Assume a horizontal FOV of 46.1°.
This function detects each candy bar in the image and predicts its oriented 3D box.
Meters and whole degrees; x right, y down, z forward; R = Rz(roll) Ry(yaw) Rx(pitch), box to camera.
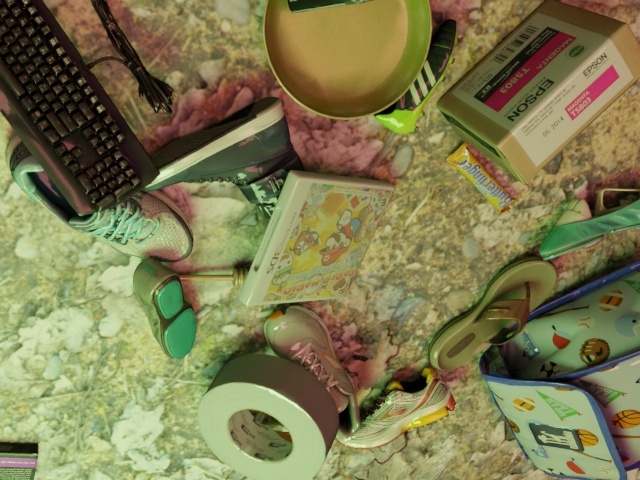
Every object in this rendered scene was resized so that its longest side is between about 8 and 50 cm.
[{"bbox_3d":[0.263,-0.098,1.220,0.040,0.018,0.161,-46,120,7],"label":"candy bar"}]

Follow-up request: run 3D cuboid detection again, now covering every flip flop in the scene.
[{"bbox_3d":[0.309,0.141,1.320,0.277,0.080,0.112,-41,121,4],"label":"flip flop"}]

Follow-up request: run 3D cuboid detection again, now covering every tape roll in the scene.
[{"bbox_3d":[-0.084,0.288,1.200,0.219,0.072,0.219,11,124,16],"label":"tape roll"}]

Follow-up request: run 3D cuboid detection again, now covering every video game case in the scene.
[{"bbox_3d":[0.000,0.000,1.119,0.227,0.026,0.206,0,119,-50],"label":"video game case"}]

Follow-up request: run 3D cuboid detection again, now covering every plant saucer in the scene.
[{"bbox_3d":[0.035,-0.287,1.019,0.240,0.037,0.241,-6,109,-17],"label":"plant saucer"}]

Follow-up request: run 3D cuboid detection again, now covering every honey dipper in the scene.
[{"bbox_3d":[-0.174,0.058,1.143,0.160,0.030,0.031,0,116,-17],"label":"honey dipper"}]

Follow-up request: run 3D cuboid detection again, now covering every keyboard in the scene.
[{"bbox_3d":[-0.296,-0.203,0.911,0.201,0.033,0.317,-41,108,-28],"label":"keyboard"}]

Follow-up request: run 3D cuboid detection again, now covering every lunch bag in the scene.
[{"bbox_3d":[0.518,0.263,1.374,0.385,0.239,0.328,-24,123,13],"label":"lunch bag"}]

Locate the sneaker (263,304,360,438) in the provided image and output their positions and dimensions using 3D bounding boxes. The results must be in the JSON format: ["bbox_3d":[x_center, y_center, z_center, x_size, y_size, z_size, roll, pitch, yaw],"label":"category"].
[{"bbox_3d":[0.001,0.217,1.230,0.099,0.121,0.262,-34,121,-1],"label":"sneaker"}]

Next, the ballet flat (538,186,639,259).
[{"bbox_3d":[0.474,-0.041,1.296,0.247,0.083,0.087,-18,91,-10],"label":"ballet flat"}]

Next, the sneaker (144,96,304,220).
[{"bbox_3d":[-0.129,-0.080,1.052,0.226,0.086,0.164,-26,119,-9],"label":"sneaker"}]

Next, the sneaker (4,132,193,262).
[{"bbox_3d":[-0.290,-0.036,1.001,0.283,0.122,0.110,33,102,-30],"label":"sneaker"}]

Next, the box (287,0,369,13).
[{"bbox_3d":[0.134,-0.338,0.884,0.307,0.242,0.077,-17,109,-16],"label":"box"}]

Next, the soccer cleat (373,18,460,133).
[{"bbox_3d":[0.139,-0.240,1.085,0.072,0.060,0.179,22,108,-14],"label":"soccer cleat"}]

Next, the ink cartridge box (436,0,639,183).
[{"bbox_3d":[0.309,-0.219,1.072,0.234,0.193,0.088,-43,121,5],"label":"ink cartridge box"}]

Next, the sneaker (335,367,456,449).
[{"bbox_3d":[0.123,0.298,1.347,0.225,0.088,0.093,-25,101,-6],"label":"sneaker"}]

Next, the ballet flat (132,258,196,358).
[{"bbox_3d":[-0.231,0.099,1.120,0.072,0.068,0.213,-43,154,-28],"label":"ballet flat"}]

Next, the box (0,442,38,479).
[{"bbox_3d":[-0.520,0.393,1.196,0.116,0.029,0.162,9,111,-22],"label":"box"}]
